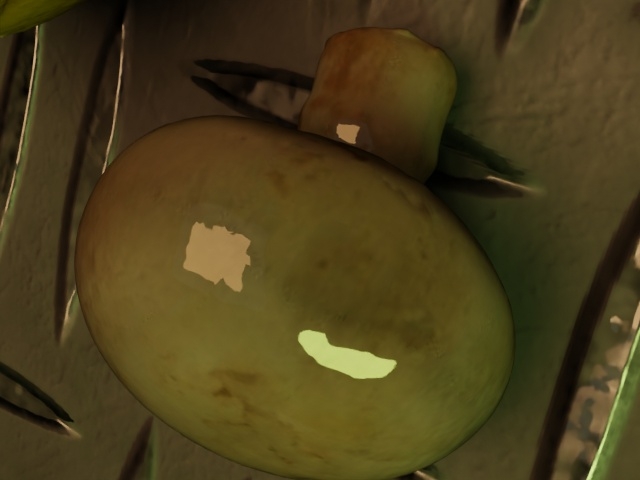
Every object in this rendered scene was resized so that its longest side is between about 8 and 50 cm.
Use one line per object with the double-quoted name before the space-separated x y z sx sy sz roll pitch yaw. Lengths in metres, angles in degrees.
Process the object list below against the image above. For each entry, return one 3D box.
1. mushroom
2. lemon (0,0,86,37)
"mushroom" -0.016 0.009 0.516 0.206 0.206 0.209 -28 56 32
"lemon" -0.204 -0.252 0.521 0.348 0.348 0.348 3 95 33
